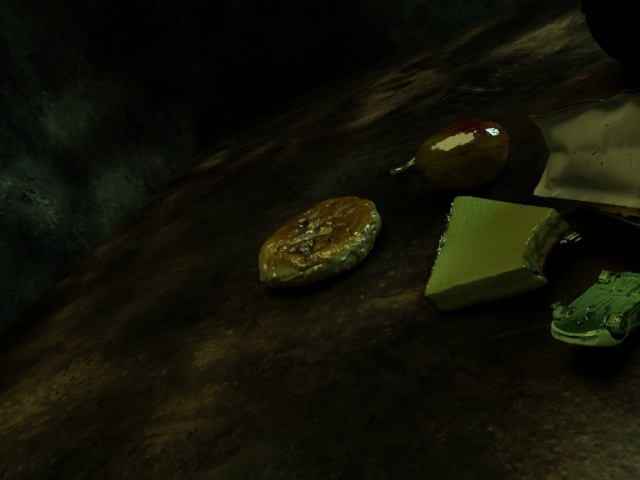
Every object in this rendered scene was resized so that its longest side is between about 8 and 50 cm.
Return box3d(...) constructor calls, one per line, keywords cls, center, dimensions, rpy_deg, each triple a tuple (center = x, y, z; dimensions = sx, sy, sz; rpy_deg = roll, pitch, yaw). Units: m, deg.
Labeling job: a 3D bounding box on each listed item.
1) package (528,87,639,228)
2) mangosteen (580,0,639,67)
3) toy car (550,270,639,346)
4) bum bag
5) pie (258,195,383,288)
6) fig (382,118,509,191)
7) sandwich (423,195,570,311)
box3d(cls="package", center=(0.442, -0.098, 0.860), dimensions=(0.222, 0.164, 0.311), rpy_deg=(11, 5, -10))
box3d(cls="mangosteen", center=(0.794, -0.559, 1.309), dimensions=(0.436, 0.381, 0.382), rpy_deg=(8, 39, 32))
box3d(cls="toy car", center=(0.360, 0.089, 0.757), dimensions=(0.186, 0.058, 0.093), rpy_deg=(-26, 18, -30))
box3d(cls="bum bag", center=(0.396, -0.012, 0.956), dimensions=(0.198, 0.049, 0.087), rpy_deg=(-24, 30, 14))
box3d(cls="pie", center=(0.000, 0.000, 1.331), dimensions=(0.316, 0.092, 0.315), rpy_deg=(-22, 22, 9))
box3d(cls="fig", center=(0.265, -0.170, 1.302), dimensions=(0.275, 0.145, 0.170), rpy_deg=(-15, 20, -7))
box3d(cls="sandwich", center=(0.289, -0.005, 0.967), dimensions=(0.212, 0.063, 0.244), rpy_deg=(-22, 31, 42))
